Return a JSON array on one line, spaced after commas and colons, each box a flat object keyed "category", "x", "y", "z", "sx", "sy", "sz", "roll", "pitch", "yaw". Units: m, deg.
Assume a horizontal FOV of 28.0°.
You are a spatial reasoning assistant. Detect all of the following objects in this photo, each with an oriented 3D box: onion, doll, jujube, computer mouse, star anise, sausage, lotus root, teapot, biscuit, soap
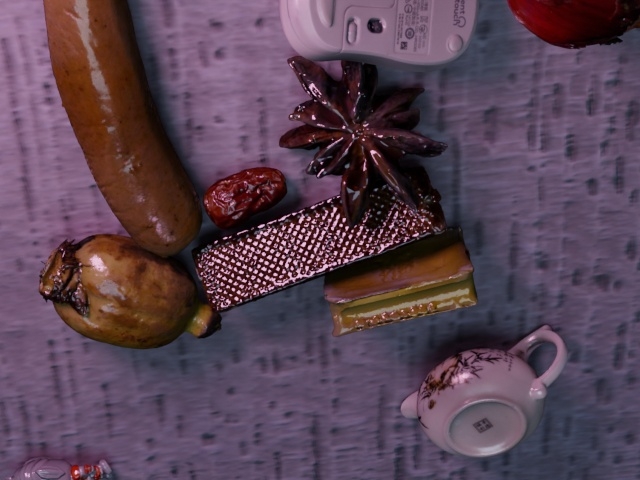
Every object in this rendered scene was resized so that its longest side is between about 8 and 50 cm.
[{"category": "onion", "x": 0.350, "y": -0.376, "z": 1.645, "sx": 0.276, "sy": 0.276, "sz": 0.276, "roll": -2, "pitch": 122, "yaw": -3}, {"category": "doll", "x": -0.446, "y": 0.402, "z": 2.192, "sx": 0.180, "sy": 0.079, "sz": 0.094, "roll": -5, "pitch": 155, "yaw": -8}, {"category": "jujube", "x": -0.111, "y": -0.066, "z": 1.915, "sx": 0.129, "sy": 0.077, "sz": 0.077, "roll": -22, "pitch": 122, "yaw": 1}, {"category": "computer mouse", "x": 0.069, "y": -0.317, "z": 1.728, "sx": 0.297, "sy": 0.121, "sz": 0.184, "roll": -6, "pitch": 100, "yaw": -30}, {"category": "star anise", "x": 0.057, "y": -0.155, "z": 1.830, "sx": 0.212, "sy": 0.129, "sz": 0.282, "roll": -44, "pitch": 82, "yaw": 9}, {"category": "sausage", "x": -0.286, "y": -0.185, "z": 1.795, "sx": 0.136, "sy": 0.123, "sz": 0.500, "roll": -23, "pitch": 122, "yaw": -9}, {"category": "lotus root", "x": -0.292, "y": 0.082, "z": 1.957, "sx": 0.314, "sy": 0.141, "sz": 0.169, "roll": 24, "pitch": 121, "yaw": -29}, {"category": "teapot", "x": 0.279, "y": 0.253, "z": 2.116, "sx": 0.300, "sy": 0.166, "sz": 0.208, "roll": -33, "pitch": 112, "yaw": 8}, {"category": "biscuit", "x": 0.000, "y": 0.000, "z": 1.941, "sx": 0.388, "sy": 0.073, "sz": 0.107, "roll": -20, "pitch": 85, "yaw": 9}, {"category": "soap", "x": 0.118, "y": 0.060, "z": 1.977, "sx": 0.233, "sy": 0.135, "sz": 0.076, "roll": -14, "pitch": 122, "yaw": 5}]
